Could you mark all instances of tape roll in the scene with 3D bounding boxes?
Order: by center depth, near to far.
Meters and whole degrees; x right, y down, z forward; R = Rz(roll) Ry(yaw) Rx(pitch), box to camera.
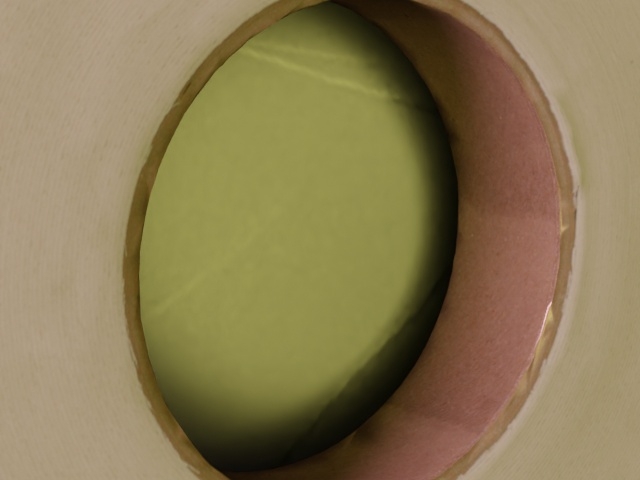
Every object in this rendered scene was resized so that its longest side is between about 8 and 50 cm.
[{"bbox_3d":[0.000,0.000,0.739,0.392,0.072,0.392,-6,100,-34],"label":"tape roll"}]
